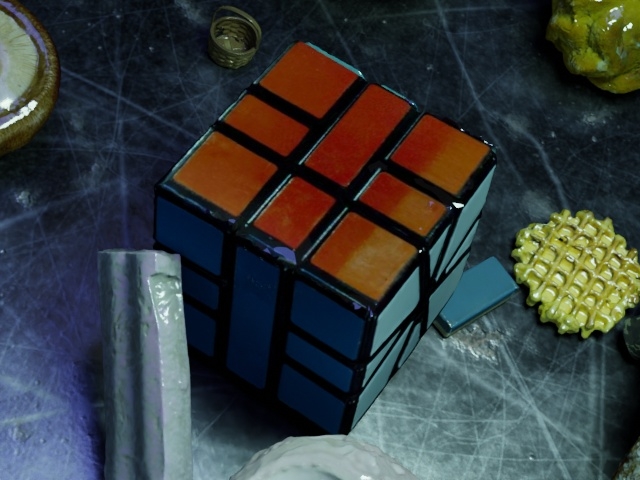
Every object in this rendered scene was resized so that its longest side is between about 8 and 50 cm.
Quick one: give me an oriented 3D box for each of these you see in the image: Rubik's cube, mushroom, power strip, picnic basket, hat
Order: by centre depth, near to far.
[{"bbox_3d":[0.000,0.000,1.602,0.283,0.288,0.293,32,59,16],"label":"Rubik's cube"},{"bbox_3d":[-0.419,-0.197,1.723,0.194,0.138,0.231,0,69,-32],"label":"mushroom"},{"bbox_3d":[0.186,0.069,1.780,0.123,0.032,0.056,-28,69,-28],"label":"power strip"},{"bbox_3d":[0.407,0.118,1.792,0.050,0.121,0.121,-11,55,20],"label":"hat"},{"bbox_3d":[-0.110,-0.272,1.877,0.072,0.083,0.072,7,58,-11],"label":"picnic basket"}]

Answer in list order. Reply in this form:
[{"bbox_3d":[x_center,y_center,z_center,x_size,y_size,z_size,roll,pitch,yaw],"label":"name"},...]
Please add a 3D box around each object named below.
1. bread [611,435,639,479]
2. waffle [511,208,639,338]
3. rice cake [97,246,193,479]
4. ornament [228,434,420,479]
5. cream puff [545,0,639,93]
[{"bbox_3d":[0.480,0.371,1.514,0.113,0.165,0.416,-9,37,-46],"label":"bread"},{"bbox_3d":[0.330,0.039,1.836,0.191,0.038,0.191,8,57,-12],"label":"waffle"},{"bbox_3d":[-0.185,0.152,1.510,0.050,0.106,0.298,2,84,-48],"label":"rice cake"},{"bbox_3d":[0.003,0.325,1.446,0.259,0.225,0.259,-5,59,9],"label":"ornament"},{"bbox_3d":[0.413,-0.333,1.995,0.244,0.244,0.196,-19,35,-25],"label":"cream puff"}]
